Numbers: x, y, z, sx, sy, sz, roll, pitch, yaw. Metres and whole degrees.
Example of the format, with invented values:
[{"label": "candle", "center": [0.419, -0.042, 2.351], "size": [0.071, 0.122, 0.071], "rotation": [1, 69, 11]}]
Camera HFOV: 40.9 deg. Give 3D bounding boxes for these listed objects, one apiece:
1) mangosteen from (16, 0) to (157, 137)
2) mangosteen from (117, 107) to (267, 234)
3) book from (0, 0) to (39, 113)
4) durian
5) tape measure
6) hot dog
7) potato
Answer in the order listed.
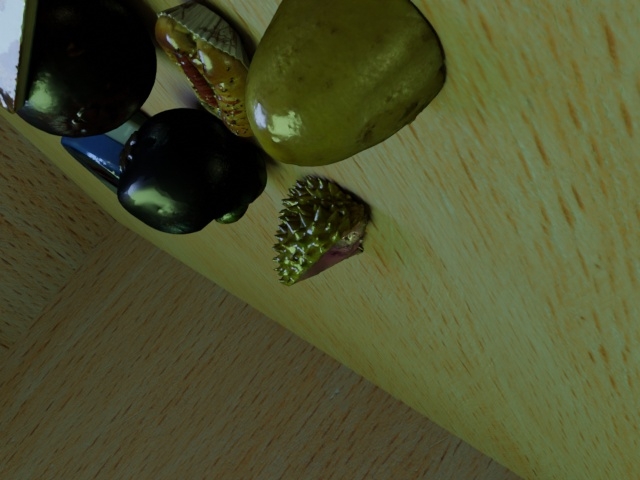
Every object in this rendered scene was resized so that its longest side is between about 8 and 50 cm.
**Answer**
[{"label": "mangosteen", "center": [-0.354, -0.276, 1.217], "size": [0.228, 0.228, 0.265], "rotation": [80, 169, -72]}, {"label": "mangosteen", "center": [-0.214, -0.108, 1.415], "size": [0.243, 0.243, 0.243], "rotation": [35, 167, 9]}, {"label": "book", "center": [-0.435, -0.373, 0.976], "size": [0.300, 0.039, 0.428], "rotation": [39, 141, 6]}, {"label": "durian", "center": [-0.015, -0.002, 1.378], "size": [0.153, 0.186, 0.260], "rotation": [30, 154, 5]}, {"label": "tape measure", "center": [-0.408, -0.182, 1.808], "size": [0.259, 0.138, 0.262], "rotation": [20, 161, 49]}, {"label": "hot dog", "center": [-0.132, -0.211, 1.109], "size": [0.131, 0.069, 0.253], "rotation": [32, 168, 19]}, {"label": "potato", "center": [0.003, -0.141, 0.813], "size": [0.178, 0.158, 0.203], "rotation": [42, 171, -15]}]
